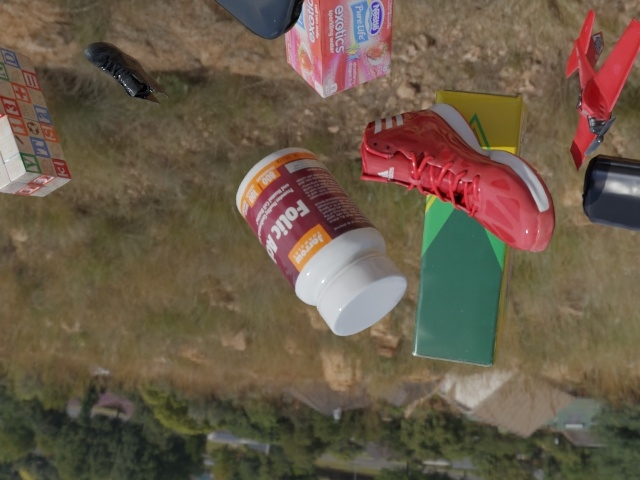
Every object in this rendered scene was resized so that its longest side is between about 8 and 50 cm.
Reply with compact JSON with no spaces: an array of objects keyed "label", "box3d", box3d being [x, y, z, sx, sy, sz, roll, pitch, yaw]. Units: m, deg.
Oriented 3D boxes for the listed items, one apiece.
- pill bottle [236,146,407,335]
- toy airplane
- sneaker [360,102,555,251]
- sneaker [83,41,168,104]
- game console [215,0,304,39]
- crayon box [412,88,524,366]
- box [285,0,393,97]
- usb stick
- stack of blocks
[{"label":"pill bottle","box3d":[0.000,0.000,1.462,0.224,0.392,0.224,-27,149,-18]},{"label":"toy airplane","box3d":[0.234,-0.138,0.575,0.028,0.151,0.151,10,152,5]},{"label":"sneaker","box3d":[0.111,-0.052,0.641,0.128,0.221,0.087,-13,127,-19]},{"label":"sneaker","box3d":[-0.374,-0.320,1.301,0.051,0.089,0.170,-38,162,18]},{"label":"game console","box3d":[-0.123,-0.245,0.323,0.250,0.173,0.293,43,148,10]},{"label":"crayon box","box3d":[0.217,-0.037,0.928,0.106,0.313,0.363,6,-170,17]},{"label":"box","box3d":[0.029,-0.423,1.151,0.154,0.142,0.300,-24,141,-18]},{"label":"usb stick","box3d":[0.368,-0.024,0.577,0.277,0.045,0.077,14,138,31]},{"label":"stack of blocks","box3d":[-0.639,-0.246,1.360,0.087,0.297,0.171,-26,170,19]}]
